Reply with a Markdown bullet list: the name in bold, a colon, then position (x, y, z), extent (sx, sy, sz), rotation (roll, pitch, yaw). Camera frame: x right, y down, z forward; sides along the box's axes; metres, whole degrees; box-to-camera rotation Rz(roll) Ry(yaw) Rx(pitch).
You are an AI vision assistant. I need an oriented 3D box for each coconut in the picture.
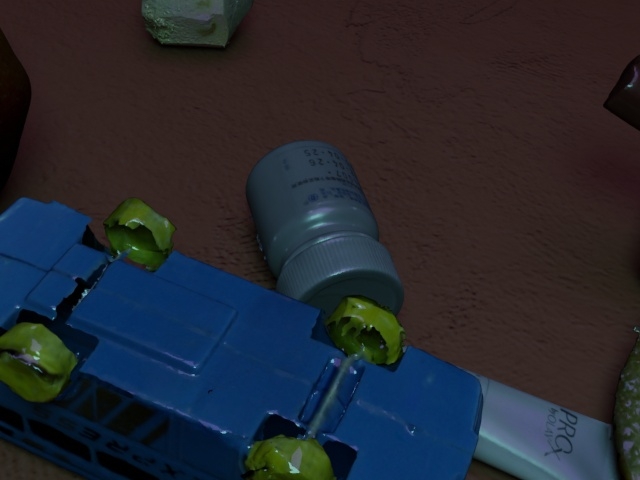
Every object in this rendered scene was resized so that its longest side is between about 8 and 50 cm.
- **coconut**: position (-0.136, -0.276, 1.087), extent (0.122, 0.116, 0.116), rotation (0, 45, 0)

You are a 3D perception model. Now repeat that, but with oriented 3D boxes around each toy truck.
- **toy truck**: position (-0.084, 0.105, 0.682), extent (0.384, 0.162, 0.161), rotation (20, 46, 11)

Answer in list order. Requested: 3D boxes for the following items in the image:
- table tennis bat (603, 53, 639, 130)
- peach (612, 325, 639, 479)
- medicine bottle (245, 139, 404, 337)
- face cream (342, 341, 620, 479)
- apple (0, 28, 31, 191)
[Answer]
- **table tennis bat**: position (0.417, -0.020, 0.786), extent (0.414, 0.051, 0.268), rotation (33, 50, 0)
- **peach**: position (0.315, 0.167, 0.735), extent (0.189, 0.068, 0.279), rotation (-7, 48, -3)
- **medicine bottle**: position (0.000, 0.000, 0.837), extent (0.105, 0.105, 0.168), rotation (-8, 46, -14)
- **face cream**: position (0.118, 0.137, 0.754), extent (0.243, 0.058, 0.092), rotation (21, 42, 6)
- **apple**: position (-0.398, -0.097, 0.771), extent (0.288, 0.288, 0.317), rotation (26, 36, 18)
